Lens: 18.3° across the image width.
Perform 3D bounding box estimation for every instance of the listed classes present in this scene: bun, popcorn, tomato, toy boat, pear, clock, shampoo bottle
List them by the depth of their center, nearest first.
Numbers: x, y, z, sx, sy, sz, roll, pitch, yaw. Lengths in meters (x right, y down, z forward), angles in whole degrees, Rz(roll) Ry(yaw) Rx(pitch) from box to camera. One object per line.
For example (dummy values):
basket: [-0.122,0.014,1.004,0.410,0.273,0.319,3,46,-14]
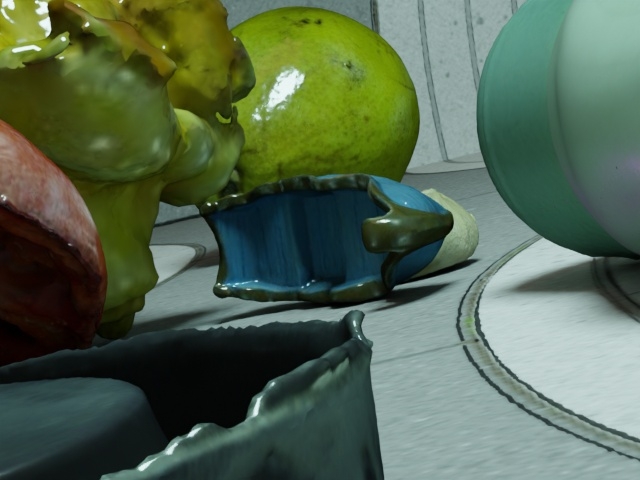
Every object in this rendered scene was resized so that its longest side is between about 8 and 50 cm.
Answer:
clock: [-0.140,0.084,0.417,0.325,0.067,0.325,-14,3,1]
shampoo bottle: [0.190,-0.066,0.874,0.222,0.151,0.349,-17,4,-20]
tomato: [-0.214,-0.007,1.015,0.228,0.101,0.228,4,-36,3]
toy boat: [0.000,0.000,1.119,0.077,0.075,0.185,-13,6,-42]
popcorn: [-0.223,-0.075,1.187,0.321,0.290,0.325,34,42,27]
bun: [0.051,-0.006,1.191,0.086,0.055,0.086,-13,5,1]
pear: [-0.020,-0.102,1.758,0.212,0.212,0.269,-11,14,33]
